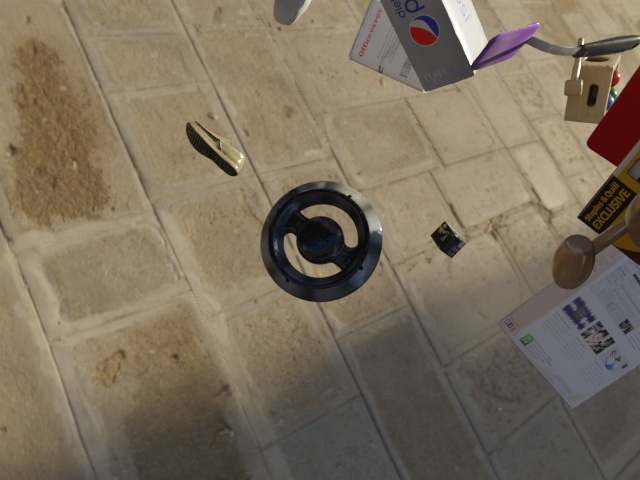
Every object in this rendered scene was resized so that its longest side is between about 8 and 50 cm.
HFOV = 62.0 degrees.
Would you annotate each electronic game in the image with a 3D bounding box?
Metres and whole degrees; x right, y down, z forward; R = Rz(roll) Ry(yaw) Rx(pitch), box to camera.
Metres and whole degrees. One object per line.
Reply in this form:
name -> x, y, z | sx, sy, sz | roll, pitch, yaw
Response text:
electronic game -> 0.000, 0.000, 0.985 | 0.229, 0.048, 0.229 | -2, 78, 10

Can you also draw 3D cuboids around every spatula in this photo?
spatula -> 0.353, -0.283, 0.779 | 0.297, 0.084, 0.030 | -7, 73, -17

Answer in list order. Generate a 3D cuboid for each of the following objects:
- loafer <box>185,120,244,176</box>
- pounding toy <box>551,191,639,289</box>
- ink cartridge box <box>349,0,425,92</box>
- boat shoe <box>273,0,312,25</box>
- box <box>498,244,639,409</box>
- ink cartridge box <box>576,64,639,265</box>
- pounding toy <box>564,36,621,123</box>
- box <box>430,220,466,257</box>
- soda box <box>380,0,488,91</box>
loafer -> -0.220, -0.197, 1.120 | 0.148, 0.056, 0.050 | 45, 58, -8
pounding toy -> 0.341, -0.022, 0.450 | 0.154, 0.270, 0.154 | 59, 28, -52
ink cartridge box -> 0.204, -0.492, 1.352 | 0.218, 0.158, 0.092 | 28, 21, 12
boat shoe -> 0.000, -0.468, 0.929 | 0.070, 0.219, 0.077 | 6, 40, -51
box -> 0.502, 0.126, 0.918 | 0.232, 0.322, 0.058 | 46, 13, -24
ink cartridge box -> 0.443, -0.101, 0.592 | 0.130, 0.309, 0.272 | -35, 66, -23
pounding toy -> 0.604, -0.353, 1.173 | 0.094, 0.181, 0.206 | 14, 36, 29
box -> 0.360, -0.003, 1.501 | 0.052, 0.062, 0.083 | 33, 19, -26
soda box -> 0.148, -0.376, 0.790 | 0.286, 0.091, 0.098 | 55, 48, -25
